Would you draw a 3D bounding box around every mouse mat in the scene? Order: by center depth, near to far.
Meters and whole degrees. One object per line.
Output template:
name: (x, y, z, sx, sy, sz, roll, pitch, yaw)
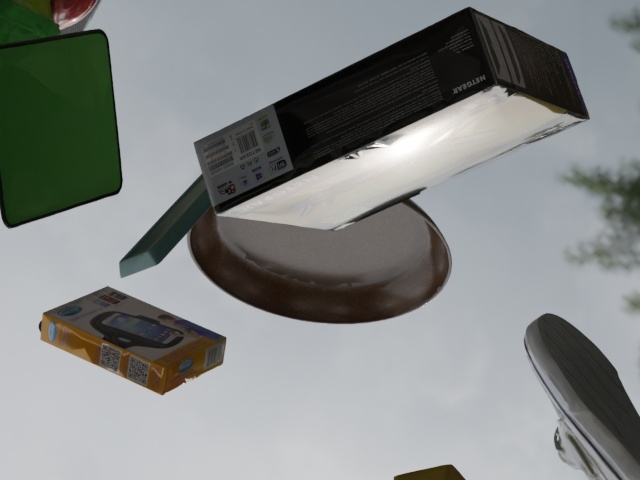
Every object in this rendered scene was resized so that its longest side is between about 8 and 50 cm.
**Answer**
mouse mat: (-0.226, -0.100, 1.432, 0.007, 0.152, 0.190, 0, -169, 24)

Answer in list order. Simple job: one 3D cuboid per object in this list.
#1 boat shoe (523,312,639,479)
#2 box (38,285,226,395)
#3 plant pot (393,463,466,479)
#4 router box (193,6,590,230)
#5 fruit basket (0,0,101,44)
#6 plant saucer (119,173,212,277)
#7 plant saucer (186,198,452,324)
boat shoe: (0.238, 0.172, 1.449, 0.083, 0.076, 0.226, -21, -108, -52)
box: (-0.151, 0.073, 1.287, 0.136, 0.028, 0.081, 23, -155, 25)
plant pot: (0.126, 0.312, 1.859, 0.081, 0.082, 0.083, 49, -139, -29)
router box: (0.072, -0.106, 1.603, 0.243, 0.309, 0.081, 6, -117, -61)
fruit basket: (-0.363, -0.278, 2.051, 0.166, 0.327, 0.353, 18, -119, 5)
plant saucer: (-0.136, -0.031, 1.699, 0.018, 0.067, 0.192, 52, -131, -16)
plant saucer: (0.000, 0.000, 1.947, 0.311, 0.310, 0.050, 21, -125, -21)
